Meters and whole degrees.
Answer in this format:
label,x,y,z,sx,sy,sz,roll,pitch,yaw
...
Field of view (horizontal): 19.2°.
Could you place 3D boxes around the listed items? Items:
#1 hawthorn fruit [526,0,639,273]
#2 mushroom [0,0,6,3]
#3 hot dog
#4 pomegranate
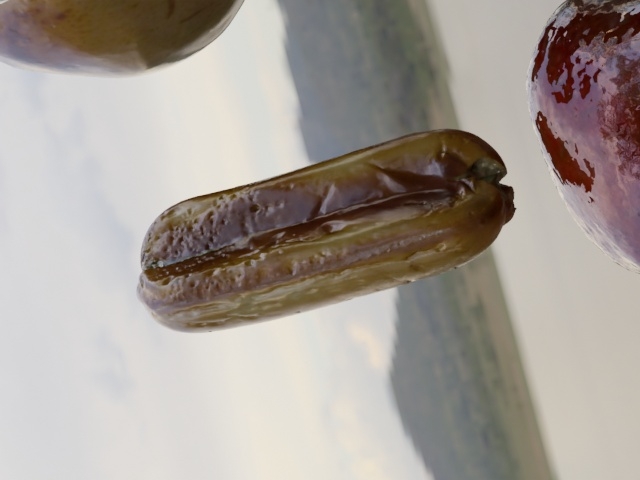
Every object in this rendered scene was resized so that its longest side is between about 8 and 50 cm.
label,x,y,z,sx,sy,sz,roll,pitch,yaw
hawthorn fruit,0.216,-0.058,1.095,0.185,0.185,0.202,27,-127,-82
mushroom,-0.058,-0.243,1.079,0.122,0.328,0.159,59,-167,-67
hot dog,0.000,0.000,1.167,0.068,0.249,0.100,55,-151,-46
pomegranate,-0.168,-0.280,1.416,0.319,0.319,0.319,-15,-90,-84
